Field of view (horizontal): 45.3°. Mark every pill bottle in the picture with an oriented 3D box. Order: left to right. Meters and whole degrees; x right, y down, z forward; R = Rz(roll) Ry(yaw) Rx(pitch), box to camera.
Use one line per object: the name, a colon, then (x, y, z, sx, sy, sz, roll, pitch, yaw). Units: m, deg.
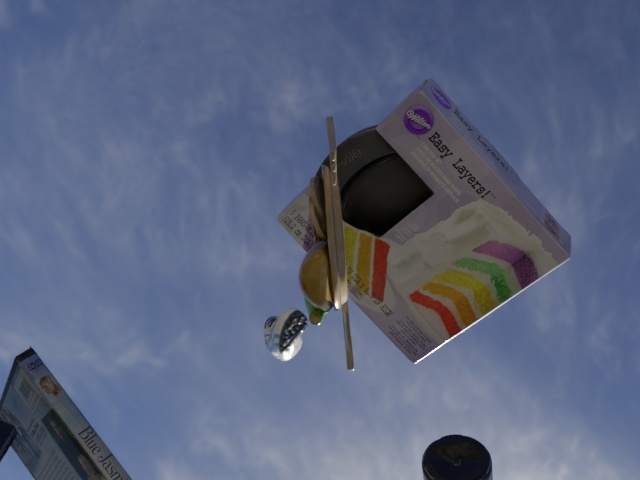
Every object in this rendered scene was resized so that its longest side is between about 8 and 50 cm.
pill bottle: (0.249, 0.466, 1.378, 0.122, 0.123, 0.219, 13, -51, 31)

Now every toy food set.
toy food set: (0.000, 0.000, 0.640, 0.038, 0.132, 0.192, -5, -65, 1)

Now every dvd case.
dvd case: (-0.228, 0.240, 0.745, 0.253, 0.022, 0.180, 50, -41, 8)

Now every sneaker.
sneaker: (-0.078, 0.180, 1.524, 0.086, 0.085, 0.237, 40, -20, 10)

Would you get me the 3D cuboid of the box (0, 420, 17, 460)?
box: (-0.386, 0.292, 0.489, 0.179, 0.343, 0.313, 26, -78, -11)

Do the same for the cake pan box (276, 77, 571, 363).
cake pan box: (0.115, -0.019, 0.905, 0.245, 0.070, 0.267, -39, -83, 26)
